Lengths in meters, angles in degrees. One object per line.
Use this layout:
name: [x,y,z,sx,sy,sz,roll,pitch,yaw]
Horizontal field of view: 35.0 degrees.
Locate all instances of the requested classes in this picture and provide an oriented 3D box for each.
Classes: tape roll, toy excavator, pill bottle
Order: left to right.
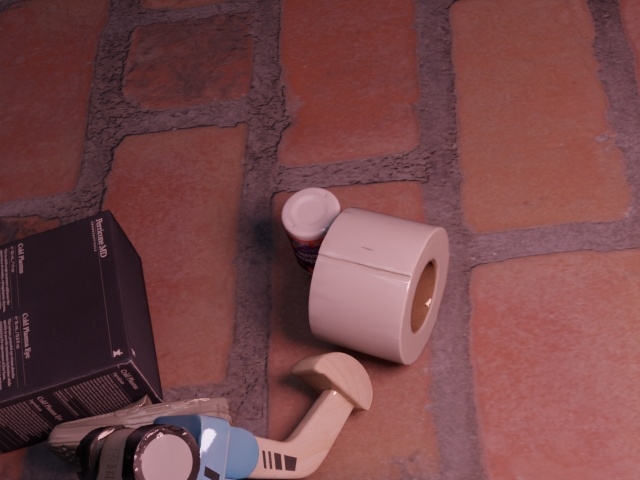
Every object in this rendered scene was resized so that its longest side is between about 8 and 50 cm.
toy excavator: [-0.136,0.363,1.589,0.222,0.445,0.433,-16,62,53]
pill bottle: [0.000,0.000,1.851,0.108,0.193,0.108,-6,56,10]
tape roll: [0.104,0.076,1.747,0.169,0.246,0.246,14,61,22]

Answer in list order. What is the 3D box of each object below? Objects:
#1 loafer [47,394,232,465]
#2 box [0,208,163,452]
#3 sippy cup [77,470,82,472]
loafer: [-0.311,0.327,1.762,0.319,0.112,0.111,-3,51,2]
box: [-0.481,0.164,1.860,0.312,0.179,0.343,-18,55,3]
sippy cup: [-0.469,0.512,1.597,0.240,0.224,0.305,-1,56,12]
